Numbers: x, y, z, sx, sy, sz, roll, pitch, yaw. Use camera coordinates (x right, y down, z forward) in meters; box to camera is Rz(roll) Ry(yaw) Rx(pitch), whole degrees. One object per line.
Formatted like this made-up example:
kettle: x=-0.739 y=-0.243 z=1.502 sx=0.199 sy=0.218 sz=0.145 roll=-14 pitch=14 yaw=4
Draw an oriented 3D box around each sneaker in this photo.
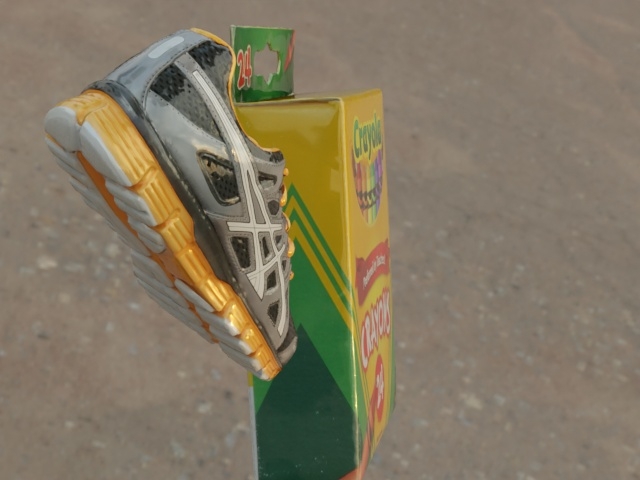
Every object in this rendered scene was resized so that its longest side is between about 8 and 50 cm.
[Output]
sneaker: x=-0.047 y=-0.008 z=0.607 sx=0.084 sy=0.215 sz=0.083 roll=29 pitch=67 yaw=31

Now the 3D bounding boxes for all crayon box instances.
crayon box: x=0.000 y=0.000 z=0.951 sx=0.081 sy=0.318 sz=0.202 roll=-2 pitch=9 yaw=11
